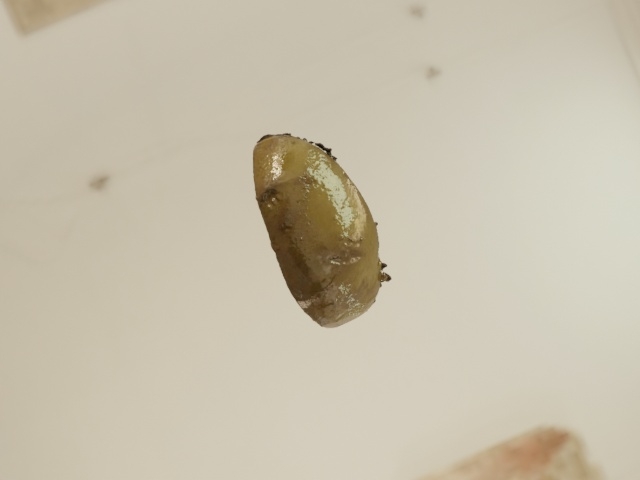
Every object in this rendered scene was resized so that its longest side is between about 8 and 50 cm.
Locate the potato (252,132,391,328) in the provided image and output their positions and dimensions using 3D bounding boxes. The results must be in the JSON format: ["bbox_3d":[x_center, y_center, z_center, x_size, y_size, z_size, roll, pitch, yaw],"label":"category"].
[{"bbox_3d":[0.001,0.000,0.739,0.093,0.037,0.036,66,28,-22],"label":"potato"}]
